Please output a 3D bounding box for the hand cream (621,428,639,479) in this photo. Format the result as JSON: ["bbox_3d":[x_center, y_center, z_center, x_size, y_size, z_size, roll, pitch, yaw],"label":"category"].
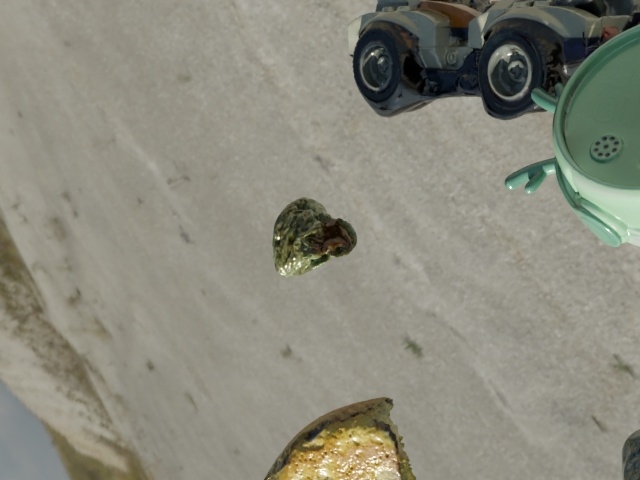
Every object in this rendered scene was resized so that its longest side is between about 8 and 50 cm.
[{"bbox_3d":[0.221,0.191,0.634,0.052,0.248,0.075,37,115,19],"label":"hand cream"}]

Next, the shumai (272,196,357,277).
[{"bbox_3d":[0.000,0.000,0.866,0.080,0.083,0.082,12,146,28],"label":"shumai"}]

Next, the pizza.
[{"bbox_3d":[0.017,0.187,0.704,0.099,0.036,0.160,45,118,1],"label":"pizza"}]

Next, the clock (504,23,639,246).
[{"bbox_3d":[0.215,-0.069,0.559,0.211,0.159,0.066,1,153,40],"label":"clock"}]

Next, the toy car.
[{"bbox_3d":[0.173,-0.168,0.767,0.301,0.193,0.118,12,109,52],"label":"toy car"}]
